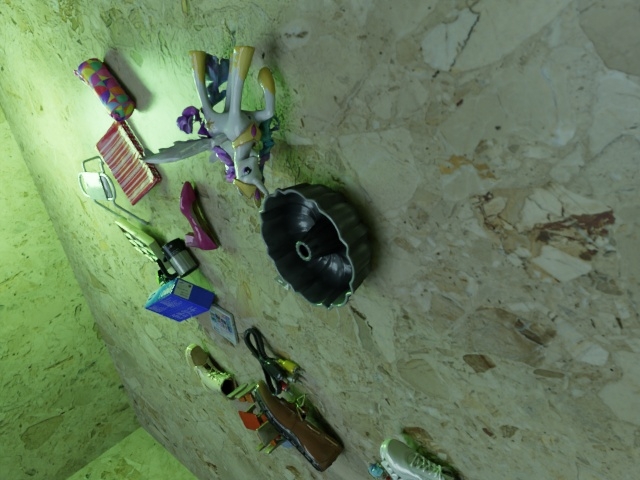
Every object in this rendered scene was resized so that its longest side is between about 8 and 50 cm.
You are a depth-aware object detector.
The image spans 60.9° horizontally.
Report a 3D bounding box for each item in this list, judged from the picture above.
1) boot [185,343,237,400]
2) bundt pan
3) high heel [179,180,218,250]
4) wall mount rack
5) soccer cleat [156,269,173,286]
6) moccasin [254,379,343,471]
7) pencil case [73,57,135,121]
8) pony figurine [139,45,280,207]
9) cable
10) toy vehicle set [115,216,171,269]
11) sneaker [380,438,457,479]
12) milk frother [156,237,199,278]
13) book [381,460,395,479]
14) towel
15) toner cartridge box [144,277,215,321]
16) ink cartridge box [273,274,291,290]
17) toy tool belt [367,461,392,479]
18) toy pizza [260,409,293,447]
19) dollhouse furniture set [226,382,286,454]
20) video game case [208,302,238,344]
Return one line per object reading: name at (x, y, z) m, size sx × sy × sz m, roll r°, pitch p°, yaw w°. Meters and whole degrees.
boot at (-0.469, 0.571, 2.357) m, size 0.203 × 0.095 × 0.262 m, roll 1°, pitch 118°, yaw 50°
bundt pan at (0.000, 0.000, 1.353) m, size 0.331 × 0.124 × 0.331 m, roll 31°, pitch 137°, yaw 33°
high heel at (-0.407, -0.080, 1.844) m, size 0.117 × 0.082 × 0.244 m, roll 5°, pitch 109°, yaw 12°
wall mount rack at (-0.855, -0.192, 2.236) m, size 0.350 × 0.130 × 0.304 m, roll 10°, pitch 119°, yaw 46°
soccer cleat at (-0.647, 0.182, 2.315) m, size 0.179 × 0.060 × 0.072 m, roll 28°, pitch 131°, yaw 38°
moccasin at (-0.083, 0.630, 1.920) m, size 0.380 × 0.147 × 0.139 m, roll 38°, pitch 156°, yaw 20°
pencil case at (-0.739, -0.518, 1.873) m, size 0.236 × 0.104 × 0.104 m, roll 48°, pitch 143°, yaw 13°
pony figurine at (-0.244, -0.277, 1.347) m, size 0.351 × 0.303 × 0.363 m, roll 14°, pitch 109°, yaw 41°
cable at (-0.179, 0.434, 1.929) m, size 0.287 × 0.072 × 0.139 m, roll 40°, pitch 113°, yaw 35°
toy vehicle set at (-0.741, 0.013, 2.279) m, size 0.267 × 0.035 × 0.166 m, roll 27°, pitch 151°, yaw 36°
sneaker at (0.298, 0.648, 1.506) m, size 0.292 × 0.110 × 0.118 m, roll 38°, pitch 133°, yaw 13°
milk frother at (-0.549, 0.079, 2.106) m, size 0.134 × 0.129 × 0.143 m, roll 55°, pitch -173°, yaw 5°
book at (0.259, 0.712, 1.654) m, size 0.144 × 0.035 × 0.096 m, roll 47°, pitch 139°, yaw 17°
towel at (-0.719, -0.289, 2.017) m, size 0.199 × 0.031 × 0.275 m, roll -34°, pitch 89°, yaw 33°
toner cartridge box at (-0.568, 0.243, 2.176) m, size 0.165 × 0.075 × 0.348 m, roll 29°, pitch 151°, yaw -24°
ink cartridge box at (-0.093, 0.112, 1.579) m, size 0.048 × 0.083 × 0.028 m, roll 33°, pitch 137°, yaw 31°
toy tool belt at (0.188, 0.739, 1.739) m, size 0.083 × 0.052 × 0.051 m, roll 10°, pitch 131°, yaw 46°
toy pizza at (-0.168, 0.738, 2.177) m, size 0.201 × 0.032 × 0.201 m, roll 29°, pitch 134°, yaw 35°
dollhouse furniture set at (-0.240, 0.701, 2.093) m, size 0.259 × 0.135 × 0.262 m, roll -17°, pitch 101°, yaw 53°
video game case at (-0.385, 0.321, 2.139) m, size 0.157 × 0.019 × 0.143 m, roll 23°, pitch 132°, yaw 40°
